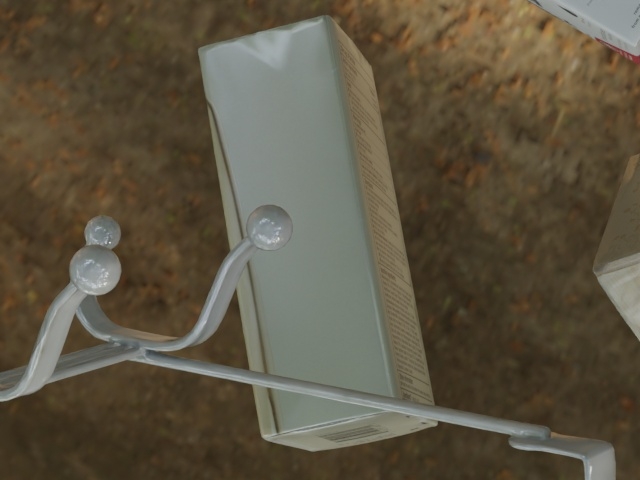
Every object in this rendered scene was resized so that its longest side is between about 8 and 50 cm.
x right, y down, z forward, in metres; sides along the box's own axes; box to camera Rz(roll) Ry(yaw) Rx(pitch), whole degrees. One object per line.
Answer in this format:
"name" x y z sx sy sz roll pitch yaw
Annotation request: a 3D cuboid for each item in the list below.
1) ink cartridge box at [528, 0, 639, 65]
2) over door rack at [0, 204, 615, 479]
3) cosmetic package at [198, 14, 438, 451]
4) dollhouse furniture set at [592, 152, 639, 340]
"ink cartridge box" 0.145 -0.165 1.124 0.135 0.099 0.056 32 94 11
"over door rack" -0.065 0.066 0.769 0.324 0.239 0.108 22 115 36
"cosmetic package" 0.000 0.000 1.474 0.113 0.310 0.160 -14 166 12
"dollhouse furniture set" 0.456 0.016 1.473 0.394 0.362 0.256 -20 118 35
